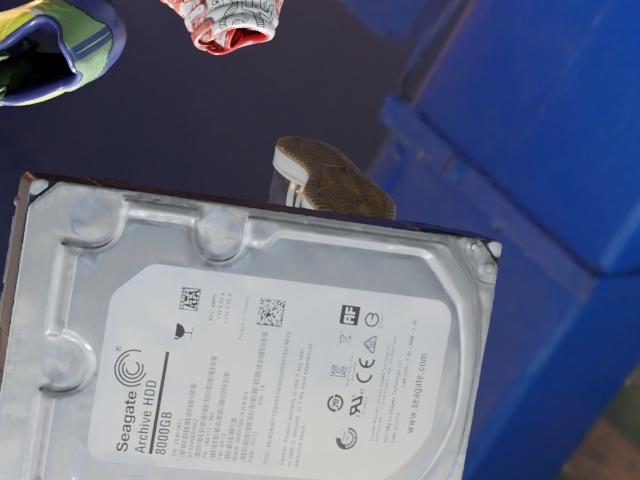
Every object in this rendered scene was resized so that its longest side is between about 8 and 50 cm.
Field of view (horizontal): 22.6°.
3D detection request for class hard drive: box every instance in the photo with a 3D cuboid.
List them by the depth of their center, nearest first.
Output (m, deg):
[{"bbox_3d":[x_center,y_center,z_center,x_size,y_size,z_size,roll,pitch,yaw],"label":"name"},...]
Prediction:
[{"bbox_3d":[-0.053,0.090,1.102,0.339,0.236,0.064,8,-175,-19],"label":"hard drive"}]

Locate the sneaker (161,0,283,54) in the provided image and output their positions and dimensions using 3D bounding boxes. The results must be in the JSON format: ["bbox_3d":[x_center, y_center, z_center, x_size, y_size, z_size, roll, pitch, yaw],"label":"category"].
[{"bbox_3d":[-0.178,-0.324,2.099,0.270,0.145,0.090,4,167,10],"label":"sneaker"}]

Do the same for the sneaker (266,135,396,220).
[{"bbox_3d":[0.000,0.000,1.738,0.099,0.153,0.282,8,-161,-18],"label":"sneaker"}]

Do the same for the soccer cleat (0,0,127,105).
[{"bbox_3d":[-0.312,-0.161,1.485,0.093,0.289,0.121,65,-148,-20],"label":"soccer cleat"}]
